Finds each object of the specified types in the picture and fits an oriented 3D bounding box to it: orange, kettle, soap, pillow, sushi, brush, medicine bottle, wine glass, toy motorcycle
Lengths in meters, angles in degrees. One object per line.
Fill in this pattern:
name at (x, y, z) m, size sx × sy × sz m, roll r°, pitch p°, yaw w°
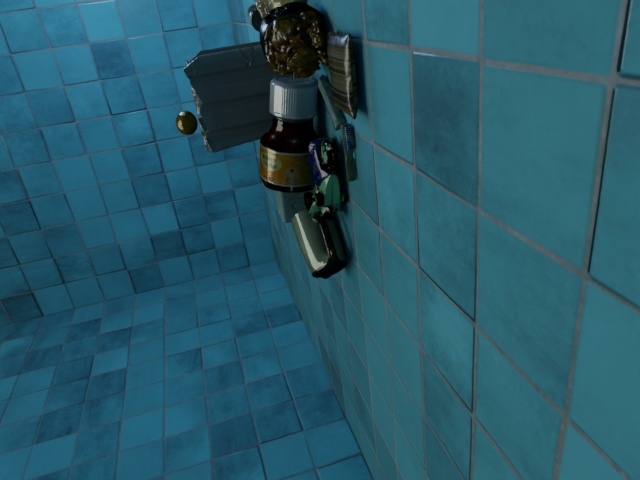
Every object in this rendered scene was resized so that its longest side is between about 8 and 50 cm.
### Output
orange at (-0.520, -0.456, 1.913) m, size 0.085 × 0.085 × 0.095 m, roll 111°, pitch 136°, yaw -71°
kettle at (0.000, 0.000, 1.857) m, size 0.240 × 0.165 × 0.255 m, roll 107°, pitch 148°, yaw -67°
soap at (-0.284, -0.579, 1.913) m, size 0.213 × 0.435 × 0.350 m, roll -124°, pitch 20°, yaw -60°
soap at (-0.101, -0.224, 2.069) m, size 0.095 × 0.173 × 0.289 m, roll -117°, pitch 18°, yaw -48°
pillow at (0.060, -0.448, 1.323) m, size 0.208 × 0.052 × 0.212 m, roll -119°, pitch 21°, yaw -62°
sushi at (-0.072, -0.601, 1.491) m, size 0.200 × 0.213 × 0.204 m, roll 57°, pitch -162°, yaw -38°
brush at (0.090, -0.259, 1.458) m, size 0.030 × 0.033 × 0.178 m, roll 33°, pitch 137°, yaw 54°
medicine bottle at (-0.106, -0.381, 1.762) m, size 0.242 × 0.243 × 0.395 m, roll -122°, pitch 28°, yaw -58°
wine glass at (-0.273, -1.000, 2.194) m, size 0.231 × 0.103 × 0.103 m, roll -113°, pitch 14°, yaw -57°
toy motorcycle at (0.016, -0.218, 1.668) m, size 0.331 × 0.125 × 0.196 m, roll 94°, pitch 161°, yaw -48°

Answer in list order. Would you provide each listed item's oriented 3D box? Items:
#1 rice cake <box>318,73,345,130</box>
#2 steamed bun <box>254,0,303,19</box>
rice cake at (0.032, -0.431, 1.529) m, size 0.043 × 0.034 × 0.210 m, roll 102°, pitch 152°, yaw -59°
steamed bun at (-0.145, -0.773, 1.685) m, size 0.231 × 0.110 × 0.212 m, roll 41°, pitch 164°, yaw 37°
